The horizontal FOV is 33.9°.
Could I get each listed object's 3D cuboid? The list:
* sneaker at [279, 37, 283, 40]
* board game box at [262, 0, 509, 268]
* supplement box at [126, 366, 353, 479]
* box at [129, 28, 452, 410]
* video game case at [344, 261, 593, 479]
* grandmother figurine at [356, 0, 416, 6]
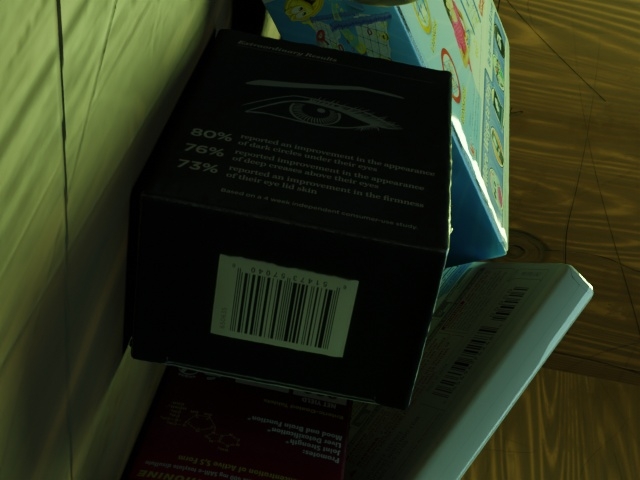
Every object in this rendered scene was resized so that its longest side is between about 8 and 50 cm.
[{"bbox_3d":[-0.005,-0.053,0.962,0.366,0.135,0.150,100,5,-64],"label":"sneaker"},{"bbox_3d":[0.066,-0.186,0.848,0.302,0.086,0.308,60,27,-34],"label":"board game box"},{"bbox_3d":[-0.055,0.168,0.643,0.239,0.130,0.073,-79,-179,-62],"label":"supplement box"},{"bbox_3d":[-0.008,-0.022,0.598,0.207,0.153,0.108,-77,177,-56],"label":"box"},{"bbox_3d":[0.028,0.149,0.813,0.329,0.036,0.300,-51,-164,-14],"label":"video game case"},{"bbox_3d":[0.028,-0.322,0.592,0.208,0.104,0.342,20,72,-65],"label":"grandmother figurine"}]
